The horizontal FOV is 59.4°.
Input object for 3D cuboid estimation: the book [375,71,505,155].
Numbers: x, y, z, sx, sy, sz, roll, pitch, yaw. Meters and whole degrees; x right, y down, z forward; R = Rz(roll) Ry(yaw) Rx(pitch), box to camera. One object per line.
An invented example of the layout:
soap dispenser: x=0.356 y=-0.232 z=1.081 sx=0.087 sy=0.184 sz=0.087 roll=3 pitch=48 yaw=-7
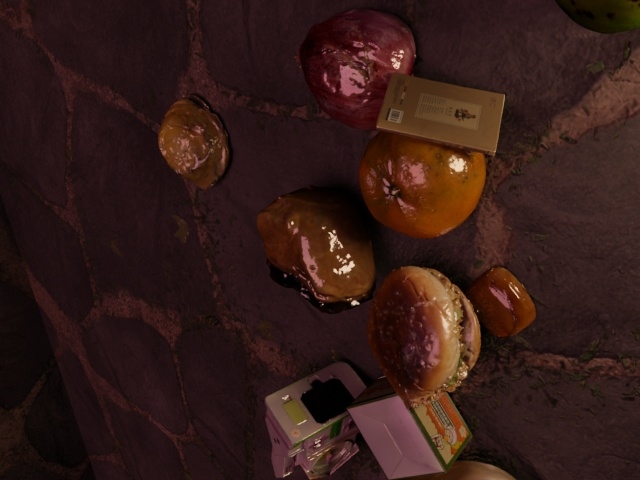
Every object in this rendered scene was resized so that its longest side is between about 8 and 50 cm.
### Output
book: x=0.204 y=-0.217 z=0.946 sx=0.199 sy=0.138 sz=0.016 roll=15 pitch=149 yaw=8

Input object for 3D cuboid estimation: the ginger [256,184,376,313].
ginger: x=0.003 y=-0.001 z=1.202 sx=0.270 sy=0.200 sz=0.222 roll=24 pitch=128 yaw=35

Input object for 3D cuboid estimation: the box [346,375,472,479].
box: x=0.200 y=0.404 z=1.259 sx=0.178 sy=0.148 sz=0.194 roll=-33 pitch=87 yaw=43

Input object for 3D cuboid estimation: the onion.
onion: x=0.038 y=-0.331 z=1.085 sx=0.284 sy=0.120 sz=0.226 roll=22 pitch=117 yaw=32

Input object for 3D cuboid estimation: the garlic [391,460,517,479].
garlic: x=0.306 y=0.544 z=1.234 sx=0.318 sy=0.143 sz=0.112 roll=-12 pitch=72 yaw=23

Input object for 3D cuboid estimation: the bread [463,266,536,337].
bread: x=0.342 y=0.127 z=1.089 sx=0.129 sy=0.044 sz=0.126 roll=50 pitch=134 yaw=6

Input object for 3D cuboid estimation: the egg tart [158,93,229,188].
egg tart: x=-0.342 y=-0.249 z=1.457 sx=0.232 sy=0.098 sz=0.252 roll=-6 pitch=101 yaw=37

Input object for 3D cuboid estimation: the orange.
orange: x=0.179 y=-0.116 z=1.026 sx=0.240 sy=0.171 sz=0.239 roll=16 pitch=117 yaw=34

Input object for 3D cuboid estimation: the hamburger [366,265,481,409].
hamburger: x=0.196 y=0.189 z=1.134 sx=0.243 sy=0.146 sz=0.285 roll=5 pitch=101 yaw=55

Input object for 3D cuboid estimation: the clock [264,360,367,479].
clock: x=-0.010 y=0.487 z=1.422 sx=0.166 sy=0.235 sz=0.309 roll=48 pitch=146 yaw=35

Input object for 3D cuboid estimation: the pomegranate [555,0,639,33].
pomegranate: x=0.414 y=-0.380 z=0.718 sx=0.263 sy=0.211 sz=0.210 roll=-8 pitch=108 yaw=-1
